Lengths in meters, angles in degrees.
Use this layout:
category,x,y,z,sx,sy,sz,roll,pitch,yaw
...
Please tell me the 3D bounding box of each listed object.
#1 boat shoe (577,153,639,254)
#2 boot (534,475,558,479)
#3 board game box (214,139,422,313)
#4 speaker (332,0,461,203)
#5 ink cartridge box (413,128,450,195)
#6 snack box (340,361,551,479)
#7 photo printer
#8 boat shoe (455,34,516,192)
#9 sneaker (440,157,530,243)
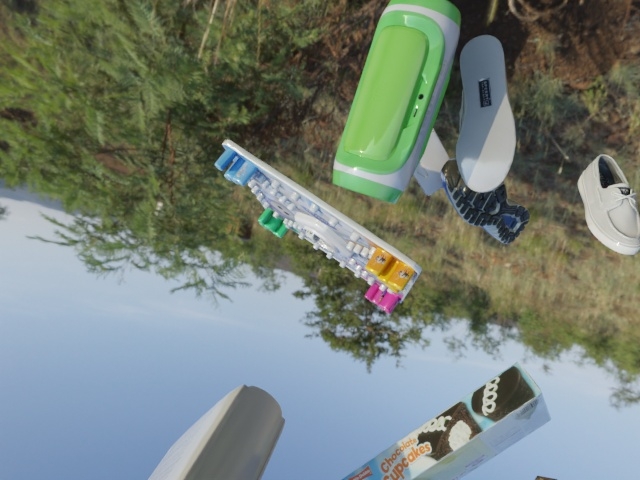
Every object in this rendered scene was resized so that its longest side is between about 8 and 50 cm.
category,x,y,z,sx,sy,sz,roll,pitch,yaw
boat shoe,0.447,-0.061,0.700,0.066,0.184,0.063,10,138,8
boot,0.318,0.331,0.556,0.037,0.106,0.114,10,-142,-48
board game box,0.000,0.000,0.906,0.390,0.050,0.390,34,171,13
speaker,0.116,-0.213,0.717,0.131,0.296,0.131,18,-172,-3
ink cartridge box,0.224,-0.233,1.097,0.158,0.092,0.217,47,-161,-37
snack box,0.209,0.331,0.736,0.187,0.322,0.060,49,-173,-48
photo printer,-0.191,0.369,0.620,0.107,0.256,0.307,43,-154,-4
boat shoe,0.285,-0.212,0.803,0.096,0.267,0.088,-7,173,25
sneaker,0.369,-0.100,1.110,0.330,0.129,0.147,31,-173,-42
